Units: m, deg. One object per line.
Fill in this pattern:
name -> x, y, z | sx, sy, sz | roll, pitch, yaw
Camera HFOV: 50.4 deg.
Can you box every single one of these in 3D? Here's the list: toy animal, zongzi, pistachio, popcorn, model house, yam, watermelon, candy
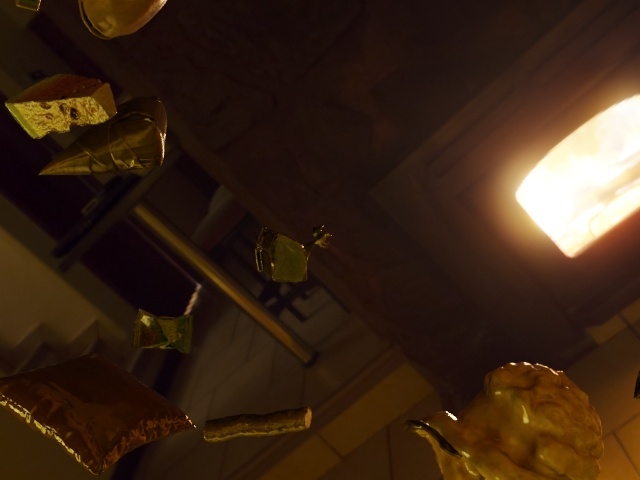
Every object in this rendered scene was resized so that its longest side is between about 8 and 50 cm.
toy animal -> 0.000, 0.000, 1.170 | 0.050, 0.028, 0.084 | -12, 37, 25
zongzi -> -0.534, -0.258, 1.698 | 0.300, 0.145, 0.274 | -15, 30, -2
pistachio -> -0.259, -0.356, 0.914 | 0.108, 0.126, 0.185 | 8, 79, 44
popcorn -> 0.352, 0.398, 1.315 | 0.349, 0.381, 0.349 | 10, -90, -87
model house -> -0.121, 0.026, 1.788 | 0.106, 0.165, 0.152 | -19, 31, -33
yam -> -0.144, 0.427, 1.575 | 0.253, 0.061, 0.061 | -10, 23, 10
watermelon -> -0.534, -0.298, 1.466 | 0.241, 0.094, 0.154 | 7, 47, 31
candy -> -0.345, 0.198, 1.487 | 0.038, 0.136, 0.088 | -32, -53, -79

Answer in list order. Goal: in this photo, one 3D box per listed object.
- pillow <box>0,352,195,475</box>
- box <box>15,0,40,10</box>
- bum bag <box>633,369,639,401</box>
pillow -> -0.448, 0.329, 1.354 | 0.308, 0.305, 0.108 | -2, -64, -67
box -> -0.441, -0.522, 1.069 | 0.279, 0.041, 0.153 | -62, 36, 30
bum bag -> 0.582, 0.244, 0.991 | 0.102, 0.248, 0.069 | -60, -2, 5
